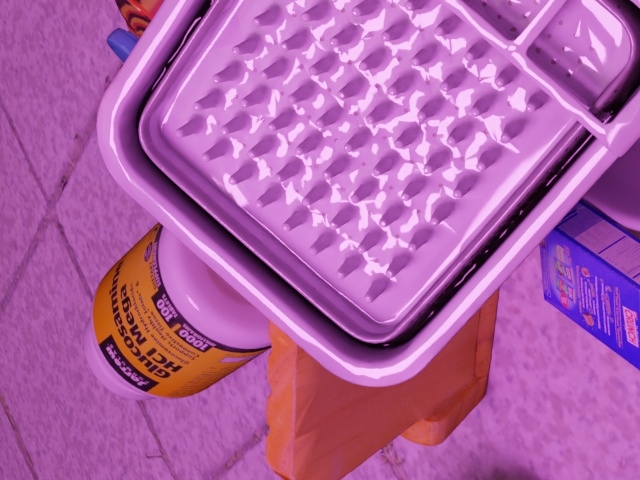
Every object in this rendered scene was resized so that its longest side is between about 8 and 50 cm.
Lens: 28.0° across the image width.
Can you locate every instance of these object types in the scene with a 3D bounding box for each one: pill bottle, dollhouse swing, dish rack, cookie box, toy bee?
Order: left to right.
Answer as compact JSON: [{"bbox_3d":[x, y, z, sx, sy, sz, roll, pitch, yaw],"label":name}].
[{"bbox_3d":[-0.153,0.075,1.483,0.334,0.188,0.188,-37,72,53],"label":"pill bottle"},{"bbox_3d":[-0.138,-0.208,1.411,0.162,0.298,0.195,39,101,2],"label":"toy bee"},{"bbox_3d":[0.000,0.000,1.144,0.315,0.305,0.347,31,127,44],"label":"dollhouse swing"},{"bbox_3d":[0.037,-0.099,0.823,0.285,0.072,0.333,41,116,4],"label":"dish rack"},{"bbox_3d":[0.212,0.032,0.948,0.107,0.040,0.092,41,156,41],"label":"cookie box"}]

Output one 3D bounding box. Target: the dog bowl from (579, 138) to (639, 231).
[{"bbox_3d":[0.214,-0.142,0.886,0.265,0.104,0.265,50,161,24],"label":"dog bowl"}]
